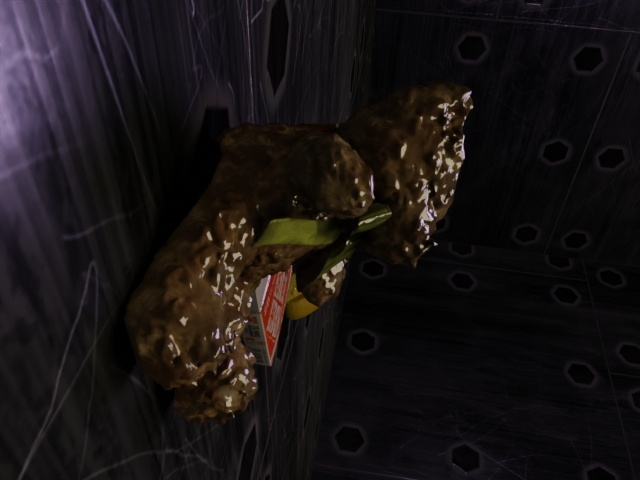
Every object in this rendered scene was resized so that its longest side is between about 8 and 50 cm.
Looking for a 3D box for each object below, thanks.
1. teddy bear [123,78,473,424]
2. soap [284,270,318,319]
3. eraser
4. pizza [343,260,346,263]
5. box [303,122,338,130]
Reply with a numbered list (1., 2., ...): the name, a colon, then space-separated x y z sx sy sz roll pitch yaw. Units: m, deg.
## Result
1. teddy bear: 0.000 0.009 0.498 0.246 0.222 0.296 92 9 -62
2. soap: -0.032 0.102 1.068 0.033 0.089 0.168 51 -8 24
3. eraser: -0.071 0.047 0.756 0.230 0.038 0.157 90 10 -58
4. pizza: 0.029 -0.070 1.354 0.268 0.087 0.258 33 60 -85
5. box: -0.001 -0.070 1.055 0.153 0.074 0.240 89 4 -77
